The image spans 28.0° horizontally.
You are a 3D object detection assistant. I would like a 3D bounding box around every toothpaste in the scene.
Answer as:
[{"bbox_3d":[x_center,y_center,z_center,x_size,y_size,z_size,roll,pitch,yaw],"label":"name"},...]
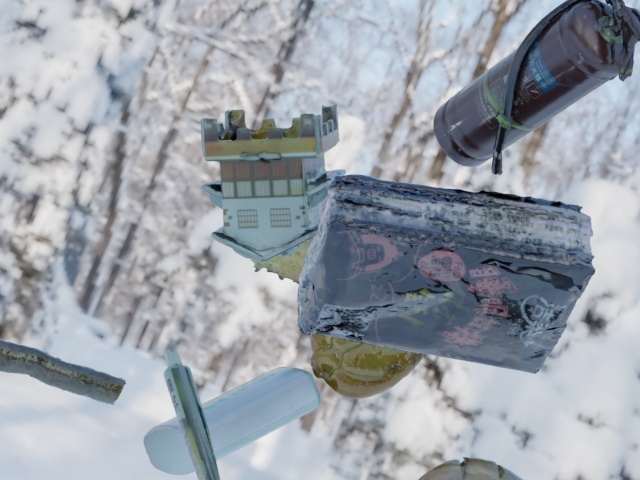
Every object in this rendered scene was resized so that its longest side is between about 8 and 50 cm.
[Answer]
[{"bbox_3d":[-0.139,0.208,1.419,0.031,0.204,0.049,-11,-33,-18],"label":"toothpaste"}]

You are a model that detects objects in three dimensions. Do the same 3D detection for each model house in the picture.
[{"bbox_3d":[-0.069,-0.092,1.962,0.198,0.215,0.224,-3,10,9],"label":"model house"}]

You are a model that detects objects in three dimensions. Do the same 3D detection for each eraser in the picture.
[{"bbox_3d":[-0.159,0.328,2.348,0.290,0.104,0.189,-23,8,-36],"label":"eraser"}]

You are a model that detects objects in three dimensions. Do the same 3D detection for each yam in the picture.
[{"bbox_3d":[-0.469,0.235,2.280,0.253,0.061,0.061,21,-6,-17],"label":"yam"}]

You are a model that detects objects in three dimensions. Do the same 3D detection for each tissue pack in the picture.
[{"bbox_3d":[0.145,0.045,1.562,0.332,0.123,0.245,9,-40,-6],"label":"tissue pack"}]

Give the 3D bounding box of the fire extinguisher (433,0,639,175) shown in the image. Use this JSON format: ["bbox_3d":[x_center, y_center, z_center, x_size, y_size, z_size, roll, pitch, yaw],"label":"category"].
[{"bbox_3d":[0.268,-0.184,1.522,0.105,0.141,0.341,1,-20,-32],"label":"fire extinguisher"}]

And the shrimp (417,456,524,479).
[{"bbox_3d":[0.225,0.363,1.532,0.289,0.178,0.075,23,20,-24],"label":"shrimp"}]

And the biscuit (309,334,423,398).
[{"bbox_3d":[0.099,0.184,2.404,0.203,0.260,0.041,67,7,31],"label":"biscuit"}]

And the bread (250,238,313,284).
[{"bbox_3d":[0.000,0.000,2.688,0.262,0.204,0.163,18,-48,17],"label":"bread"}]
